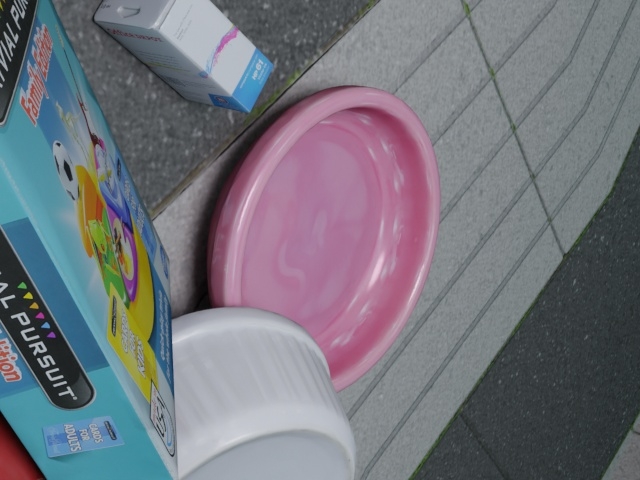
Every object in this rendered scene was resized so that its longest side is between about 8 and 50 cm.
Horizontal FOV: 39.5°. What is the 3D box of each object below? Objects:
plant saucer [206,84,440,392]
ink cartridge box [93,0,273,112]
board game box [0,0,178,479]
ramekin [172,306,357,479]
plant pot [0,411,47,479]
[{"bbox_3d":[0.000,0.000,0.937,0.332,0.084,0.332,-23,121,-44],"label":"plant saucer"},{"bbox_3d":[-0.111,-0.163,0.736,0.122,0.088,0.052,37,76,-50],"label":"ink cartridge box"},{"bbox_3d":[-0.186,-0.031,0.579,0.079,0.254,0.336,-17,126,0],"label":"board game box"},{"bbox_3d":[-0.090,0.201,0.796,0.273,0.127,0.273,-19,132,-22],"label":"ramekin"},{"bbox_3d":[-0.268,0.163,0.609,0.191,0.191,0.174,-39,122,-34],"label":"plant pot"}]
